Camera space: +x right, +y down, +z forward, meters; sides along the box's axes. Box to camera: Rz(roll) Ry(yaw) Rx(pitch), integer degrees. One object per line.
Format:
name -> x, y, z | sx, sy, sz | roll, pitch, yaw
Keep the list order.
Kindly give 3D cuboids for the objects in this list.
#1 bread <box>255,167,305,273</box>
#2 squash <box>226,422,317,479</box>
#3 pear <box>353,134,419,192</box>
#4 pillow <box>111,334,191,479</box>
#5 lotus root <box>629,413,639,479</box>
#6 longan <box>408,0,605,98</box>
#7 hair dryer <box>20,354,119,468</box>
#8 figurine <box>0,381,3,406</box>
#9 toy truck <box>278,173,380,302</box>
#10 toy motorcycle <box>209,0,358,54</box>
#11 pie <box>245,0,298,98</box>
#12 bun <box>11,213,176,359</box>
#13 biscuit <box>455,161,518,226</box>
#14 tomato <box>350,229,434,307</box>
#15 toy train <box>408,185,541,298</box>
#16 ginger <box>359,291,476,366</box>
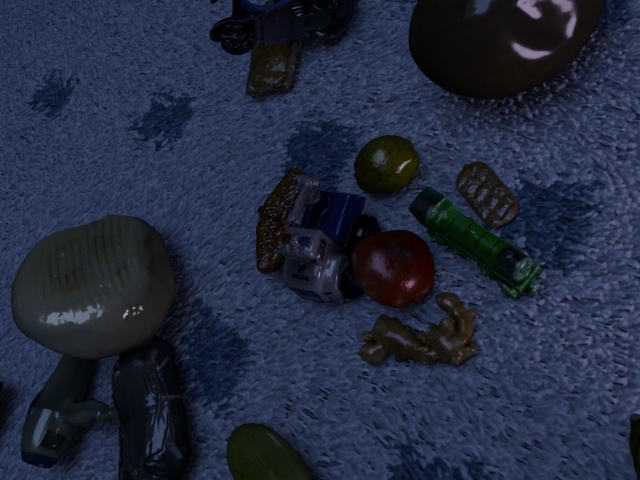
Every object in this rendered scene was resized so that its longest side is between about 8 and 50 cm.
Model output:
bread -> -0.077, -0.034, 1.379 | 0.104, 0.076, 0.233 | 8, 69, 26
squash -> -0.095, 0.391, 1.171 | 0.123, 0.123, 0.186 | -49, 50, 1
pear -> 0.123, -0.146, 1.302 | 0.131, 0.107, 0.107 | -18, 60, 12
pillow -> -0.338, 0.351, 1.336 | 0.161, 0.092, 0.335 | -30, 57, 17
lotus root -> 0.503, 0.358, 0.819 | 0.175, 0.175, 0.350 | -28, 60, 15
longan -> 0.329, -0.393, 1.210 | 0.349, 0.288, 0.289 | -22, 58, 6
hair dryer -> -0.501, 0.300, 1.429 | 0.298, 0.119, 0.296 | -32, 42, 26
figurine -> -0.821, 0.389, 1.545 | 0.173, 0.173, 0.173 | -12, 63, 24
toy truck -> 0.000, 0.000, 1.259 | 0.161, 0.177, 0.213 | 8, 71, 30
toy motorcycle -> -0.090, -0.531, 1.523 | 0.358, 0.125, 0.213 | -19, 64, -12
pie -> -0.109, -0.462, 1.601 | 0.128, 0.068, 0.283 | -1, 70, 22
bun -> -0.469, 0.109, 1.443 | 0.360, 0.213, 0.361 | -7, 42, 6
biscuit -> 0.299, -0.085, 1.228 | 0.071, 0.018, 0.147 | -37, 54, 11
tomato -> 0.133, 0.038, 1.191 | 0.155, 0.069, 0.156 | 4, 56, -7
toy train -> 0.263, 0.002, 1.148 | 0.085, 0.119, 0.251 | -50, 53, -1
ginger -> 0.172, 0.165, 1.162 | 0.193, 0.052, 0.176 | -51, 49, -2
